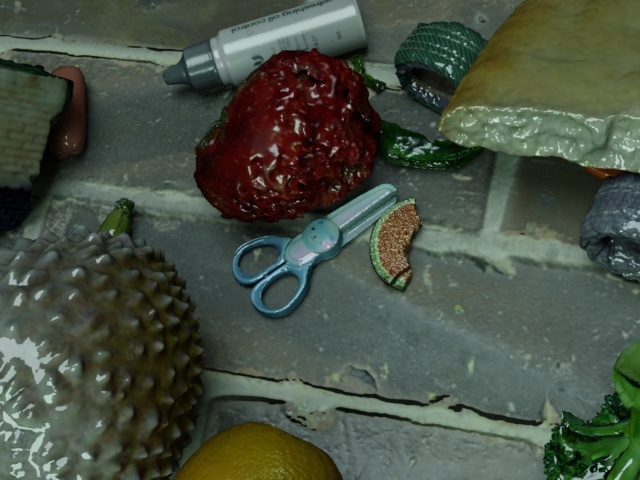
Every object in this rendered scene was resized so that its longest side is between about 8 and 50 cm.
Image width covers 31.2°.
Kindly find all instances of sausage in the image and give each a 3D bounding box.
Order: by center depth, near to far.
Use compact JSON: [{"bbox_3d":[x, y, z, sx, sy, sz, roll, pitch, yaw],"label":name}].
[{"bbox_3d":[-0.390,-0.195,1.757,0.062,0.062,0.154,-10,63,7],"label":"sausage"}]

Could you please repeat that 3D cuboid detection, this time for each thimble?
[{"bbox_3d":[0.410,-0.014,1.457,0.150,0.150,0.097,21,70,20],"label":"thimble"},{"bbox_3d":[0.180,-0.245,1.631,0.135,0.118,0.090,22,65,37],"label":"thimble"}]

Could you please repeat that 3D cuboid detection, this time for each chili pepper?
[{"bbox_3d":[0.157,-0.137,1.621,0.182,0.050,0.073,1,58,10],"label":"chili pepper"},{"bbox_3d":[0.066,-0.251,1.713,0.027,0.022,0.083,-49,61,24],"label":"chili pepper"}]

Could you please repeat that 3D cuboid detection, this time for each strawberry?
[{"bbox_3d":[-0.033,-0.137,1.575,0.220,0.274,0.274,33,72,-10],"label":"strawberry"}]

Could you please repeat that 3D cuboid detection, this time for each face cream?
[{"bbox_3d":[-0.087,-0.289,1.724,0.312,0.092,0.092,-17,62,5],"label":"face cream"}]

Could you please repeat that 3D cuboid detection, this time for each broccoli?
[{"bbox_3d":[0.387,0.230,1.274,0.298,0.297,0.297,-16,28,9],"label":"broccoli"}]

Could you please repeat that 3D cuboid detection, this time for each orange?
[{"bbox_3d":[-0.079,0.333,1.350,0.236,0.236,0.236,-5,64,10],"label":"orange"}]

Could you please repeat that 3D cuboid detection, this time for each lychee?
[{"bbox_3d":[-0.320,0.179,1.388,0.380,0.380,0.432,33,57,24],"label":"lychee"}]

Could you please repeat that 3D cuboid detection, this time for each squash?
[{"bbox_3d":[-0.313,0.020,1.644,0.052,0.052,0.183,15,67,18],"label":"squash"}]

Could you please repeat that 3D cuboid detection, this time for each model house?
[{"bbox_3d":[-0.548,-0.149,1.693,0.298,0.243,0.284,22,98,47],"label":"model house"}]

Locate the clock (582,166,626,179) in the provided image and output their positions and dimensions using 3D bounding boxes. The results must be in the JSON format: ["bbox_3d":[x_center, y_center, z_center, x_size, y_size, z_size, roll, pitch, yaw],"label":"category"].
[{"bbox_3d":[0.435,-0.167,1.578,0.205,0.051,0.205,-5,63,10],"label":"clock"}]

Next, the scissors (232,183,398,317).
[{"bbox_3d":[0.000,0.000,1.598,0.256,0.030,0.125,-35,59,-4],"label":"scissors"}]

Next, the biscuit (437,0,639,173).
[{"bbox_3d":[0.436,-0.236,1.505,0.429,0.104,0.446,15,47,26],"label":"biscuit"}]

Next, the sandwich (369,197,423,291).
[{"bbox_3d":[0.102,0.002,1.577,0.067,0.029,0.135,11,66,11],"label":"sandwich"}]
